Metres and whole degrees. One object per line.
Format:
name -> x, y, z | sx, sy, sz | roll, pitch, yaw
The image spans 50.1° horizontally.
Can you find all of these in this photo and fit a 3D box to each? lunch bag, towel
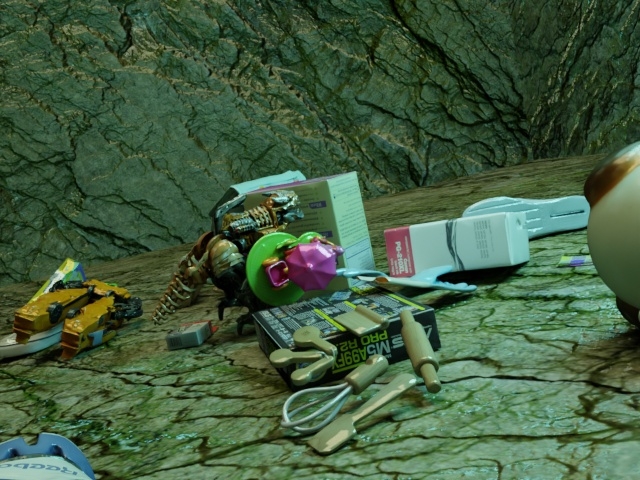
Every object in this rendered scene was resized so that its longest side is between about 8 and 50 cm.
lunch bag -> -0.133, -0.024, 1.551 | 0.160, 0.262, 0.223 | 25, 28, 36
towel -> 0.475, 0.035, 1.242 | 0.083, 0.009, 0.060 | -7, 10, 31

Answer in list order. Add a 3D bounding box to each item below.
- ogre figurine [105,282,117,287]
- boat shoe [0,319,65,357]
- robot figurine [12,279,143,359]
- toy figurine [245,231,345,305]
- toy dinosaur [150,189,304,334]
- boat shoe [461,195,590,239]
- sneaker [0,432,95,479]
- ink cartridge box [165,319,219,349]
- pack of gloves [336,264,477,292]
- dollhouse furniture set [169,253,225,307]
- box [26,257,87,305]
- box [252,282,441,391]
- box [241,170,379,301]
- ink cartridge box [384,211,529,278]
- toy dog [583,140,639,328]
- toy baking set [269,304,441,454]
ogre figurine -> -0.643, 0.156, 1.790 | 0.197, 0.097, 0.118 | 2, -1, 15
boat shoe -> -0.612, 0.185, 1.530 | 0.096, 0.088, 0.267 | -7, 9, 33
robot figurine -> -0.509, 0.155, 1.457 | 0.211, 0.085, 0.291 | 17, 11, 7
toy figurine -> -0.016, 0.038, 1.148 | 0.173, 0.130, 0.159 | -27, 10, -29
toy dinosaur -> -0.162, 0.039, 1.239 | 0.321, 0.218, 0.164 | -26, 33, -1
boat shoe -> 0.472, -0.045, 1.577 | 0.302, 0.109, 0.094 | -3, -8, 0
sneaker -> -0.281, 0.235, 0.483 | 0.315, 0.128, 0.182 | -16, 6, -41
ink cartridge box -> -0.237, 0.170, 1.277 | 0.062, 0.029, 0.115 | -11, 8, 12
pack of gloves -> 0.142, 0.056, 1.187 | 0.232, 0.046, 0.195 | 9, -2, -35
dollhouse furniture set -> -0.280, 0.110, 1.699 | 0.160, 0.101, 0.182 | 13, 7, -2
box -> -0.632, 0.141, 1.638 | 0.043, 0.105, 0.179 | 20, 52, 15
box -> 0.026, 0.133, 1.026 | 0.216, 0.060, 0.270 | -13, 8, -14
box -> -0.020, 0.000, 1.385 | 0.213, 0.243, 0.117 | -7, 9, 33
ink cartridge box -> 0.268, 0.009, 1.322 | 0.237, 0.100, 0.172 | -8, -2, 27
toy dog -> 0.441, 0.011, 0.676 | 0.395, 0.285, 0.408 | -31, 9, -6
toy baking set -> 0.043, 0.156, 0.803 | 0.196, 0.030, 0.256 | -15, 25, -4
